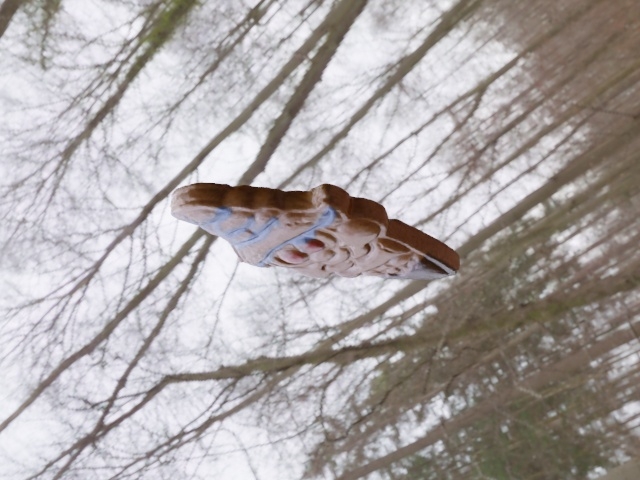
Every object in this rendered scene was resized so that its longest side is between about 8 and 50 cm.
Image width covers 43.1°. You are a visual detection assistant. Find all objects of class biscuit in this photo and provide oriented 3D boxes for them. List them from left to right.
[{"bbox_3d":[0.000,0.000,0.741,0.280,0.183,0.043,17,-111,-18],"label":"biscuit"}]
